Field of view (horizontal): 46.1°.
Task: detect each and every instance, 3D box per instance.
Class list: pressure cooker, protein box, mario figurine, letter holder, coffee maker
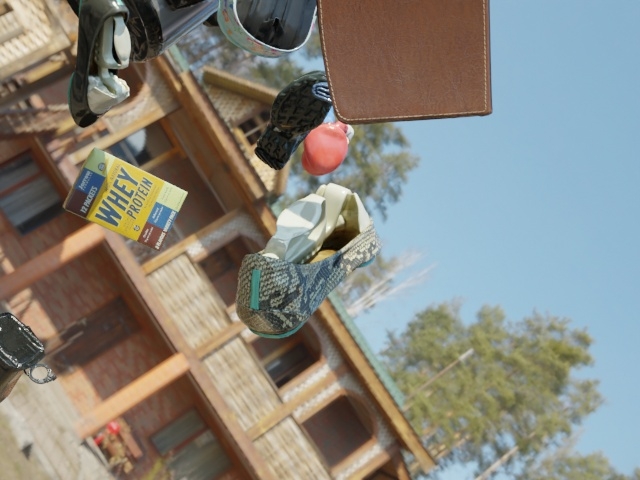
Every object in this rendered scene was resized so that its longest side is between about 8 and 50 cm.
[{"bbox_3d":[-0.410,-0.706,1.899,0.375,0.420,0.370,42,-26,5],"label":"pressure cooker"},{"bbox_3d":[-0.410,-0.085,1.565,0.201,0.136,0.200,26,-5,-20],"label":"protein box"},{"bbox_3d":[-0.017,-0.275,2.008,0.321,0.198,0.170,-100,165,-47],"label":"mario figurine"},{"bbox_3d":[0.105,-0.315,0.991,0.152,0.214,0.302,-76,162,-75],"label":"letter holder"},{"bbox_3d":[-0.642,0.263,1.508,0.178,0.120,0.171,-46,-113,31],"label":"coffee maker"}]

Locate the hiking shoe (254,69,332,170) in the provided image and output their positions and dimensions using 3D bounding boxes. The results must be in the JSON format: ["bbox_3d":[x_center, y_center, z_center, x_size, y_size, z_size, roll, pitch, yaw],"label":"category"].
[{"bbox_3d":[-0.051,-0.288,1.665,0.113,0.132,0.304,36,-40,-10],"label":"hiking shoe"}]

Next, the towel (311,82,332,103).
[{"bbox_3d":[0.022,-0.252,1.285,0.067,0.029,0.119,20,14,2],"label":"towel"}]

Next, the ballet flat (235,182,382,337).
[{"bbox_3d":[0.000,0.000,1.328,0.163,0.483,0.182,9,-69,21],"label":"ballet flat"}]

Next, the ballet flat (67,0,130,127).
[{"bbox_3d":[-0.389,-0.305,1.334,0.096,0.095,0.281,32,-50,18],"label":"ballet flat"}]

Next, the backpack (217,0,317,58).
[{"bbox_3d":[-0.120,-0.549,1.714,0.191,0.225,0.254,-2,-104,57],"label":"backpack"}]
